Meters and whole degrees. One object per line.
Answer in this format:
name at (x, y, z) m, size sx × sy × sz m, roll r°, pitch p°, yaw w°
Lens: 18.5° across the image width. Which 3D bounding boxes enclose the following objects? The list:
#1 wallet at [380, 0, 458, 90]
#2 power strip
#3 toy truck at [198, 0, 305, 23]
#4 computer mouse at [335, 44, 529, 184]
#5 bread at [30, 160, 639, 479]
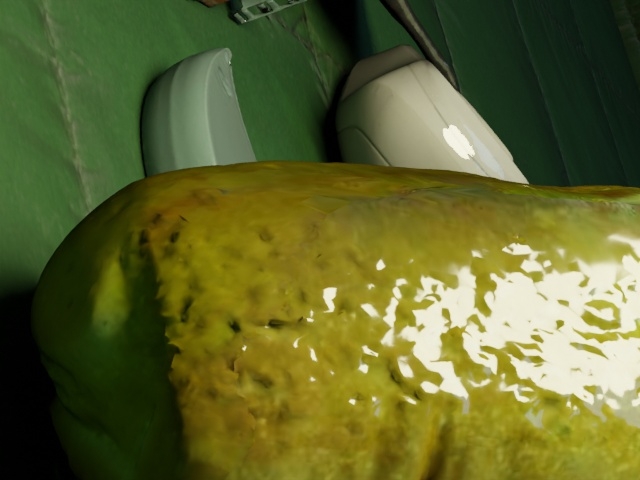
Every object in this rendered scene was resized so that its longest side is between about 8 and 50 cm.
wallet at (0.010, -0.295, 1.716) m, size 0.323 × 0.041 × 0.247 m, roll 56°, pitch 3°, yaw -39°
power strip at (-0.042, 0.007, 1.283) m, size 0.253 × 0.054 × 0.167 m, roll 63°, pitch 21°, yaw -19°
toy truck at (-0.070, -0.262, 1.461) m, size 0.115 × 0.080 × 0.177 m, roll 28°, pitch 45°, yaw -73°
computer mouse at (0.085, -0.066, 1.647) m, size 0.184 × 0.121 × 0.297 m, roll 47°, pitch 3°, yaw -11°
bread at (0.047, 0.073, 0.969) m, size 0.208 × 0.377 × 0.251 m, roll 113°, pitch -27°, yaw -48°
